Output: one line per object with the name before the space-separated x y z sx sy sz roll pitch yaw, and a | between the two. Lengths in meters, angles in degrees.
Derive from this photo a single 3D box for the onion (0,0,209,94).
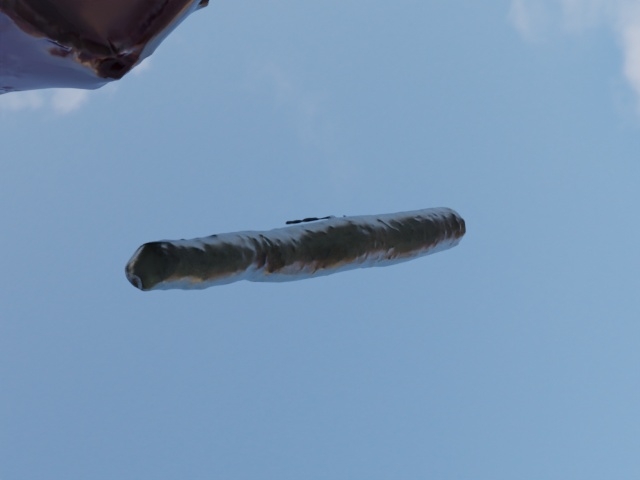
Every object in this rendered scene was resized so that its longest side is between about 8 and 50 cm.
onion | -0.251 -0.311 0.642 0.420 0.398 0.398 16 -110 -38

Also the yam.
yam | 0.001 0.001 0.424 0.234 0.027 0.029 -6 -105 -57
